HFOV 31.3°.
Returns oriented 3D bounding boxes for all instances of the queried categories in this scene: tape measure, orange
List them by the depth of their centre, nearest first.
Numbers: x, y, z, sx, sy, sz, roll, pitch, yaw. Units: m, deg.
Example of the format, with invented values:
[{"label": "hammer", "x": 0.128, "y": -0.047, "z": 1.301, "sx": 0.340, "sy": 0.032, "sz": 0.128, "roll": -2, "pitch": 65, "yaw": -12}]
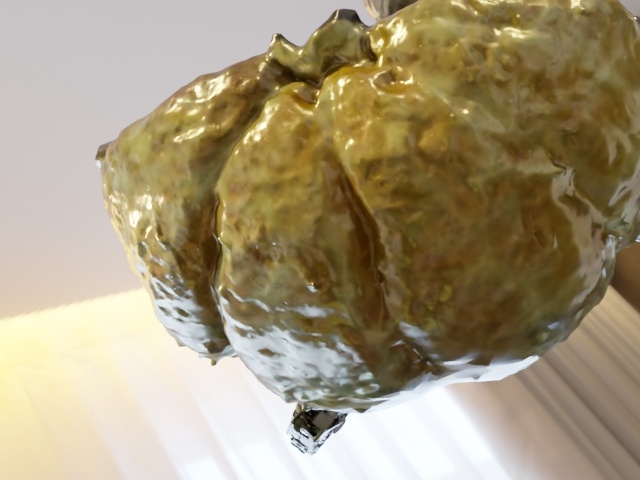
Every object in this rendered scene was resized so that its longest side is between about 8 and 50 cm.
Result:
[{"label": "orange", "x": 0.052, "y": -0.004, "z": 0.723, "sx": 0.368, "sy": 0.210, "sz": 0.271, "roll": -18, "pitch": -21, "yaw": 12}, {"label": "tape measure", "x": 0.004, "y": 0.180, "z": 1.237, "sx": 0.094, "sy": 0.054, "sz": 0.091, "roll": -48, "pitch": -14, "yaw": -21}]

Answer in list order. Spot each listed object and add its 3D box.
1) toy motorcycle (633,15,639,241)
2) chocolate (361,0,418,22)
[{"label": "toy motorcycle", "x": 0.292, "y": -0.087, "z": 1.097, "sx": 0.134, "sy": 0.207, "sz": 0.401, "roll": -46, "pitch": 6, "yaw": -26}, {"label": "chocolate", "x": 0.058, "y": -0.230, "z": 0.885, "sx": 0.072, "sy": 0.167, "sz": 0.072, "roll": -12, "pitch": -5, "yaw": -1}]
